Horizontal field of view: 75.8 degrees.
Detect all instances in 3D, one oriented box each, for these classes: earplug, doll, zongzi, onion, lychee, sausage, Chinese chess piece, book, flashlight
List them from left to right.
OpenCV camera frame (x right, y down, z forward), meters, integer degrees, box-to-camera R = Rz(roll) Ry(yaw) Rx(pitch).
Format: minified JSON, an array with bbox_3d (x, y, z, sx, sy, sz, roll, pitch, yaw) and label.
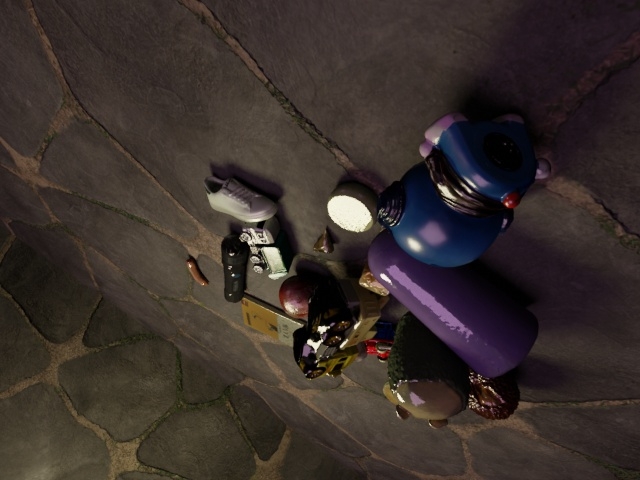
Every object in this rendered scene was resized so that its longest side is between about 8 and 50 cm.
[{"bbox_3d":[-0.560,0.147,1.865,0.047,0.040,0.177,-21,133,-5],"label":"sausage"},{"bbox_3d":[-0.344,0.129,1.636,0.103,0.103,0.424,27,144,7],"label":"flashlight"},{"bbox_3d":[-0.185,0.393,1.880,0.388,0.032,0.269,22,142,13],"label":"book"},{"bbox_3d":[-0.050,0.188,1.452,0.195,0.159,0.159,-24,119,26],"label":"onion"},{"bbox_3d":[0.000,0.000,1.285,0.076,0.040,0.083,3,124,43],"label":"zongzi"},{"bbox_3d":[0.089,-0.088,1.097,0.144,0.058,0.144,20,144,16],"label":"Chinese chess piece"},{"bbox_3d":[0.303,0.357,1.207,0.247,0.350,0.247,4,131,4],"label":"doll"},{"bbox_3d":[0.319,0.133,1.073,0.456,0.215,0.215,40,144,-3],"label":"earplug"},{"bbox_3d":[0.266,-0.082,0.819,0.284,0.240,0.310,7,153,-14],"label":"doll"},{"bbox_3d":[0.551,0.481,1.325,0.188,0.188,0.188,20,142,16],"label":"lychee"}]

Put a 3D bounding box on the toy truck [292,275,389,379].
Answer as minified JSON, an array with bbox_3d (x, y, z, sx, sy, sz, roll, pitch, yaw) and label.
[{"bbox_3d":[0.061,0.291,1.373,0.254,0.181,0.405,1,134,-25],"label":"toy truck"}]

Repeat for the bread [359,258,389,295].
[{"bbox_3d":[0.176,0.097,1.201,0.106,0.125,0.082,28,124,8],"label":"bread"}]

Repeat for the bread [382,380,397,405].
[{"bbox_3d":[0.396,0.672,1.765,0.267,0.040,0.267,19,142,16],"label":"bread"}]

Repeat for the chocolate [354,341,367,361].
[{"bbox_3d":[0.067,0.388,1.640,0.185,0.100,0.303,2,137,31],"label":"chocolate"}]

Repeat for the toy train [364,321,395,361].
[{"bbox_3d":[0.262,0.359,1.439,0.204,0.131,0.083,3,130,19],"label":"toy train"}]

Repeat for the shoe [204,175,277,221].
[{"bbox_3d":[-0.257,-0.135,1.268,0.265,0.095,0.110,11,139,30],"label":"shoe"}]

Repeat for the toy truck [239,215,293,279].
[{"bbox_3d":[-0.174,0.022,1.378,0.124,0.114,0.253,3,136,16],"label":"toy truck"}]
